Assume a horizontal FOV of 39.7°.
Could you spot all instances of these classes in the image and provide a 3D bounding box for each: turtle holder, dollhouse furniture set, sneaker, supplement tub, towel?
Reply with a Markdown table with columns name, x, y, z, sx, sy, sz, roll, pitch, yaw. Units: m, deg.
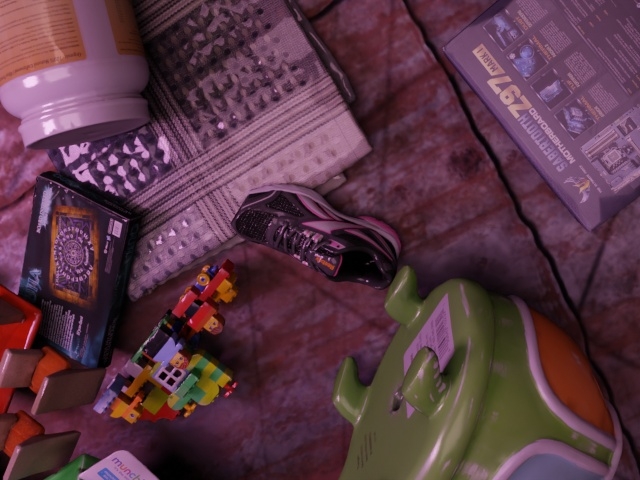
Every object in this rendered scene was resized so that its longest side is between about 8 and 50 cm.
| name | x | y | z | sx | sy | sz | roll | pitch | yaw |
| --- | --- | --- | --- | --- | --- | --- | --- | --- | --- |
| turtle holder | 0.133 | 0.204 | 0.830 | 0.227 | 0.243 | 0.320 | 21 | 92 | -11 |
| dollhouse furniture set | -0.374 | 0.176 | 0.964 | 0.262 | 0.135 | 0.259 | 28 | 99 | 25 |
| sneaker | 0.000 | 0.000 | 0.876 | 0.178 | 0.077 | 0.072 | 13 | 121 | -9 |
| supplement tub | -0.247 | -0.198 | 0.846 | 0.144 | 0.144 | 0.199 | -13 | 92 | 11 |
| towel | -0.142 | -0.142 | 0.932 | 0.324 | 0.056 | 0.312 | -30 | 89 | 14 |

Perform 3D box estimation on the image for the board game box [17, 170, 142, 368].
| name | x | y | z | sx | sy | sz | roll | pitch | yaw |
| --- | --- | --- | --- | --- | --- | --- | --- | --- | --- |
| board game box | -0.264 | 0.034 | 0.950 | 0.126 | 0.026 | 0.186 | 26 | 114 | 19 |

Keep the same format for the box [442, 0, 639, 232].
| name | x | y | z | sx | sy | sz | roll | pitch | yaw |
| --- | --- | --- | --- | --- | --- | --- | --- | --- | --- |
| box | 0.258 | -0.153 | 0.849 | 0.183 | 0.059 | 0.232 | -39 | 90 | 12 |

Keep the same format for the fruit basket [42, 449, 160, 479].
| name | x | y | z | sx | sy | sz | roll | pitch | yaw |
| --- | --- | --- | --- | --- | --- | --- | --- | --- | --- |
| fruit basket | -0.211 | 0.399 | 0.962 | 0.327 | 0.165 | 0.353 | -35 | 121 | 15 |

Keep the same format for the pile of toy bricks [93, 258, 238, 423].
| name | x | y | z | sx | sy | sz | roll | pitch | yaw |
| --- | --- | --- | --- | --- | --- | --- | --- | --- | --- |
| pile of toy bricks | -0.138 | 0.132 | 0.930 | 0.105 | 0.118 | 0.212 | 38 | 107 | -7 |
